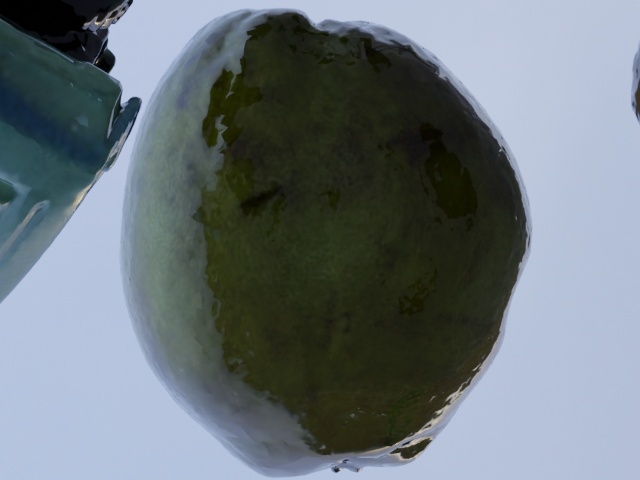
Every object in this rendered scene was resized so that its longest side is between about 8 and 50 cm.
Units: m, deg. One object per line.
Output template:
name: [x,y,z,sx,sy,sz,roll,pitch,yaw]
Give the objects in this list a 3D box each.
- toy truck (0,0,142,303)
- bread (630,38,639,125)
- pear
toy truck: [-0.201,-0.081,0.480,0.279,0.155,0.156,33,-141,-15]
bread: [0.339,-0.120,1.032,0.230,0.123,0.230,4,-108,-14]
pear: [0.000,0.000,1.247,0.352,0.352,0.413,-25,-64,-52]
